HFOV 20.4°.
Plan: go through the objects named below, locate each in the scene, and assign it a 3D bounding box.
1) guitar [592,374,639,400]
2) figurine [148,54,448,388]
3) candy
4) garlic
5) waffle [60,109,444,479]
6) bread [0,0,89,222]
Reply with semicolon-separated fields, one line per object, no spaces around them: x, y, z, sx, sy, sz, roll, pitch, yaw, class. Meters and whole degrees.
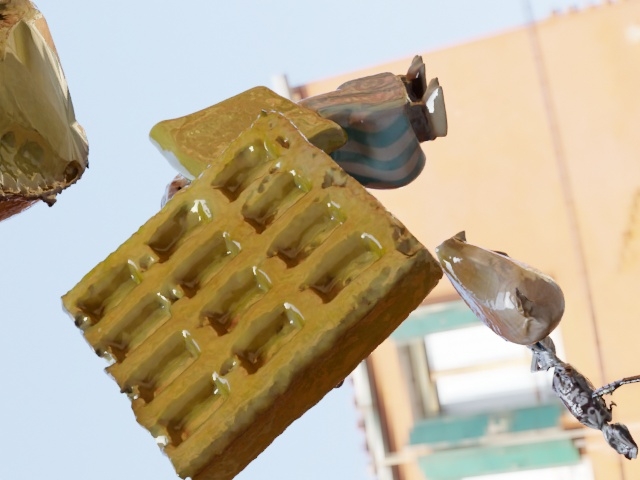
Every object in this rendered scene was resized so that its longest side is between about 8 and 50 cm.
0.395;0.147;1.917;0.088;0.233;0.025;-40;-71;-51;guitar
0.000;0.000;2.216;0.266;0.361;0.378;-111;6;-62;figurine
0.314;0.186;2.216;0.226;0.051;0.094;47;-173;26;candy
0.211;0.061;1.985;0.128;0.090;0.198;39;-177;-27;garlic
-0.053;0.036;1.240;0.055;0.221;0.248;49;178;-39;waffle
-0.319;-0.098;1.520;0.262;0.162;0.204;-9;-111;-60;bread
